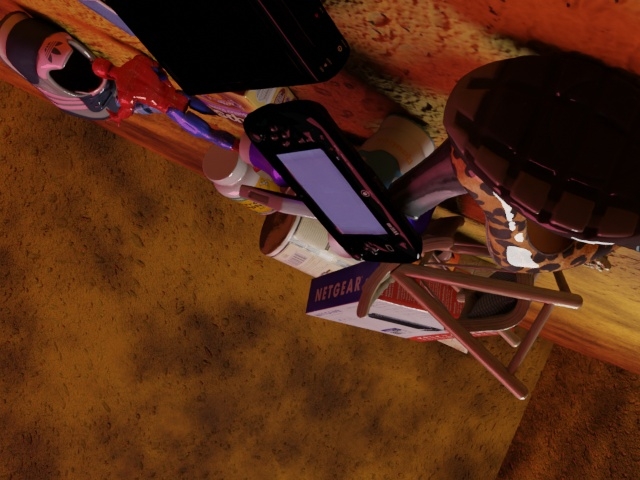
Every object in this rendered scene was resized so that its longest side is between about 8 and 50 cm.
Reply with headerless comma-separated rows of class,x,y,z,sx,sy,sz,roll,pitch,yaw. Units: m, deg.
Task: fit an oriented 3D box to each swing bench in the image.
swing bench,0.212,0.064,0.939,0.254,0.165,0.253,27,-165,9

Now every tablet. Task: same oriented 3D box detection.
tablet,-0.246,-0.267,0.771,0.054,0.006,0.083,22,177,42

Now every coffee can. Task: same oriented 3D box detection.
coffee can,0.000,0.000,1.771,0.275,0.202,0.201,26,177,-26

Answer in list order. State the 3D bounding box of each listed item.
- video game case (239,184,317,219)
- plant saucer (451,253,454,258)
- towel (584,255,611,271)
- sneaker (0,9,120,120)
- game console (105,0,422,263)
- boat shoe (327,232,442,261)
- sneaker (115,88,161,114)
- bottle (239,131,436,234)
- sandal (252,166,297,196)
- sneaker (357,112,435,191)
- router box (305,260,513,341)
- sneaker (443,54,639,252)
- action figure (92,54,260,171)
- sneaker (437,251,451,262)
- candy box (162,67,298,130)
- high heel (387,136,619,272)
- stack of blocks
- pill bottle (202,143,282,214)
video game case,0.000,-0.046,1.002,0.212,0.023,0.193,11,-174,-26
plant saucer,0.289,0.021,1.560,0.083,0.015,0.083,25,177,1
towel,0.248,-0.017,0.720,0.148,0.027,0.110,24,-161,-1
sneaker,-0.409,-0.268,1.108,0.131,0.112,0.319,27,179,14
game console,-0.022,-0.097,0.536,0.213,0.044,0.361,13,150,54
boat shoe,0.139,-0.003,1.233,0.104,0.113,0.306,12,178,40
sneaker,-0.302,-0.246,1.143,0.144,0.059,0.053,23,175,20
bottle,0.018,-0.093,0.880,0.282,0.092,0.118,24,179,25
sandal,-0.021,-0.100,1.161,0.302,0.086,0.120,21,178,42
sneaker,0.050,-0.042,0.722,0.087,0.092,0.229,34,152,11
router box,0.170,0.130,1.315,0.301,0.082,0.335,15,164,-19
sneaker,0.201,-0.030,0.409,0.267,0.101,0.106,25,180,6
action figure,-0.216,-0.194,0.985,0.280,0.092,0.139,26,168,-23
sneaker,0.234,0.013,1.494,0.134,0.051,0.070,28,-175,34
candy box,-0.089,-0.171,0.763,0.109,0.053,0.186,23,178,20
high heel,0.210,-0.037,0.563,0.261,0.093,0.186,12,160,-18
stack of blocks,0.360,0.141,1.578,0.087,0.171,0.297,23,159,19
pill bottle,-0.159,-0.136,1.387,0.117,0.118,0.208,23,177,27
